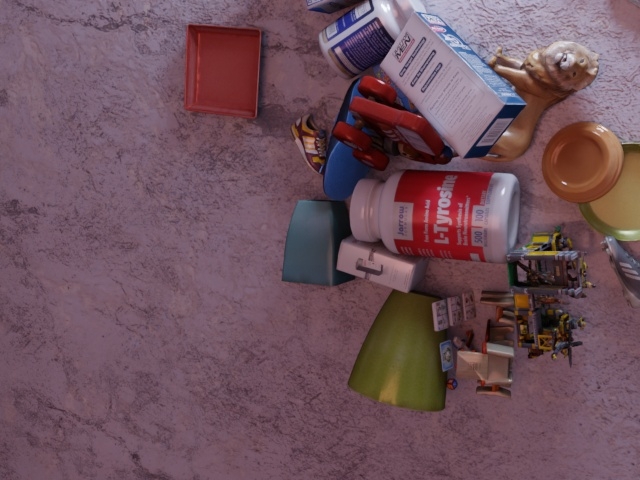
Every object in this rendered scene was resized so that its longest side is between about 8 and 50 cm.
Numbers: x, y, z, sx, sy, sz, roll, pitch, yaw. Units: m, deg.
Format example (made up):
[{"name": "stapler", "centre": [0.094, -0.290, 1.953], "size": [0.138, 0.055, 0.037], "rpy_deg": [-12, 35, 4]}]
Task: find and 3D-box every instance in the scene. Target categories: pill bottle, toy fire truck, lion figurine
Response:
[{"name": "pill bottle", "centre": [0.138, -0.550, 1.819], "size": [0.265, 0.153, 0.153], "rpy_deg": [-27, 89, 28]}, {"name": "toy fire truck", "centre": [0.197, -0.262, 1.739], "size": [0.254, 0.302, 0.169], "rpy_deg": [28, 87, 31]}, {"name": "lion figurine", "centre": [0.498, -0.326, 1.729], "size": [0.240, 0.142, 0.392], "rpy_deg": [27, 126, 9]}, {"name": "pill bottle", "centre": [0.296, -0.069, 1.811], "size": [0.408, 0.229, 0.228], "rpy_deg": [5, 103, 24]}]

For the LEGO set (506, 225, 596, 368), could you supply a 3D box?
[{"name": "LEGO set", "centre": [0.597, 0.130, 1.701], "size": [0.192, 0.255, 0.331], "rpy_deg": [-1, 93, 41]}]

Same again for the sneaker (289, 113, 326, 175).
[{"name": "sneaker", "centre": [-0.013, -0.273, 2.000], "size": [0.084, 0.069, 0.185], "rpy_deg": [-35, 87, 32]}]

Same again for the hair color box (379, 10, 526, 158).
[{"name": "hair color box", "centre": [0.314, -0.379, 1.690], "size": [0.347, 0.105, 0.174], "rpy_deg": [54, 130, 24]}]

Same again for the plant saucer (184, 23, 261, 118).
[{"name": "plant saucer", "centre": [-0.286, -0.508, 2.089], "size": [0.259, 0.048, 0.259], "rpy_deg": [11, 107, 23]}]

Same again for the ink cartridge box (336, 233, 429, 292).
[{"name": "ink cartridge box", "centre": [0.175, 0.054, 1.934], "size": [0.218, 0.158, 0.092], "rpy_deg": [20, 110, 21]}]

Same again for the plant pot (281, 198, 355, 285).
[{"name": "plant pot", "centre": [0.000, 0.000, 2.011], "size": [0.166, 0.166, 0.234], "rpy_deg": [4, 95, 24]}]

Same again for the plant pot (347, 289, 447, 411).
[{"name": "plant pot", "centre": [0.239, 0.286, 1.924], "size": [0.275, 0.275, 0.293], "rpy_deg": [12, 91, 22]}]

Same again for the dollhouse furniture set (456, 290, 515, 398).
[{"name": "dollhouse furniture set", "centre": [0.432, 0.280, 1.810], "size": [0.135, 0.259, 0.261], "rpy_deg": [3, 102, 15]}]

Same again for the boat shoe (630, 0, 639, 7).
[{"name": "boat shoe", "centre": [0.735, -0.569, 1.584], "size": [0.184, 0.063, 0.066], "rpy_deg": [40, 115, 12]}]

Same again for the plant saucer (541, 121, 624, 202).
[{"name": "plant saucer", "centre": [0.631, -0.191, 1.697], "size": [0.200, 0.037, 0.199], "rpy_deg": [0, 89, 42]}]

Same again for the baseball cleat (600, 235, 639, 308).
[{"name": "baseball cleat", "centre": [0.770, 0.066, 1.708], "size": [0.109, 0.072, 0.205], "rpy_deg": [-22, 108, 21]}]

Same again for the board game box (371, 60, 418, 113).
[{"name": "board game box", "centre": [0.259, -0.430, 1.853], "size": [0.212, 0.039, 0.160], "rpy_deg": [-19, 94, 27]}]

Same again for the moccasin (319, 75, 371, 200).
[{"name": "moccasin", "centre": [0.091, -0.278, 1.926], "size": [0.138, 0.117, 0.341], "rpy_deg": [18, 98, -16]}]

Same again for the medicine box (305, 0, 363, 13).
[{"name": "medicine box", "centre": [0.081, -0.764, 1.800], "size": [0.289, 0.149, 0.263], "rpy_deg": [-12, 96, 27]}]

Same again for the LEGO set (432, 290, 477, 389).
[{"name": "LEGO set", "centre": [0.359, 0.270, 1.886], "size": [0.060, 0.182, 0.244], "rpy_deg": [-4, 95, 46]}]

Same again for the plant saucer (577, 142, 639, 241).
[{"name": "plant saucer", "centre": [0.750, -0.118, 1.694], "size": [0.241, 0.037, 0.240], "rpy_deg": [6, 104, 23]}]
